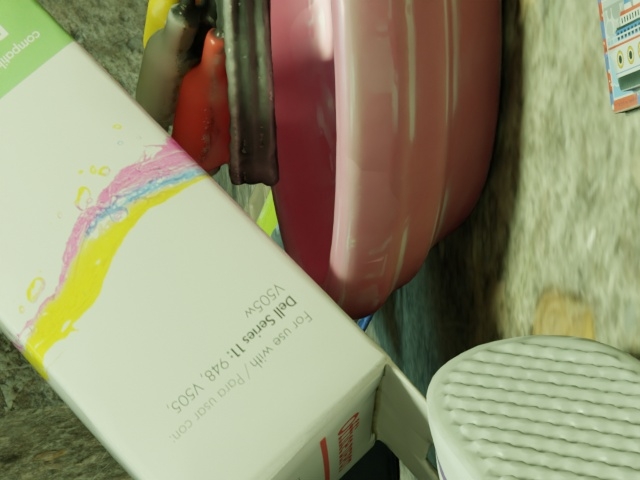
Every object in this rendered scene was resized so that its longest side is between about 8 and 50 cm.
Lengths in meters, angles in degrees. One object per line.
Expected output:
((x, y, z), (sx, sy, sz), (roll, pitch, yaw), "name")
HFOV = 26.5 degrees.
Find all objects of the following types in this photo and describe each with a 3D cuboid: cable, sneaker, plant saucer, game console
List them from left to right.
((-0.057, -0.131, 0.665), (0.287, 0.072, 0.139), (95, 161, -53), "cable")
((0.018, -0.127, 0.690), (0.332, 0.084, 0.332), (175, 90, -82), "plant saucer")
((0.041, 0.176, 1.006), (0.107, 0.071, 0.122), (-39, -51, -64), "game console")
((0.093, 0.147, 0.372), (0.282, 0.102, 0.161), (-87, -10, -73), "sneaker")

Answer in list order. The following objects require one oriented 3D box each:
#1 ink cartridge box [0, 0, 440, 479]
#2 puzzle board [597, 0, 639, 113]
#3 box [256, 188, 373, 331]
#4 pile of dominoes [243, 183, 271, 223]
((-0.077, 0.049, 0.687), (0.353, 0.119, 0.207), (45, 168, 14), "ink cartridge box")
((0.101, -0.092, 0.396), (0.128, 0.011, 0.096), (169, 95, -82), "puzzle board")
((0.000, 0.000, 0.940), (0.178, 0.042, 0.109), (-108, 37, -57), "box")
((-0.029, 0.050, 1.157), (0.251, 0.040, 0.196), (122, 142, -62), "pile of dominoes")
